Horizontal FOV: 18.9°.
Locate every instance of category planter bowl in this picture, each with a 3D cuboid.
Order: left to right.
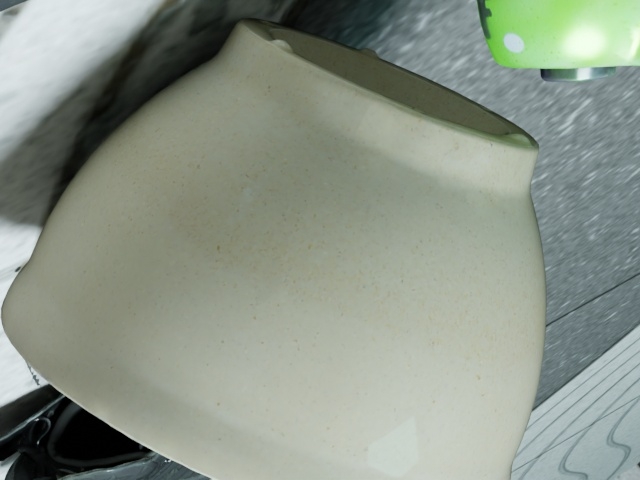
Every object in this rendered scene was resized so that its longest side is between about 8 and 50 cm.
[{"bbox_3d":[0.000,0.000,0.570,0.162,0.162,0.109,0,115,-63],"label":"planter bowl"}]

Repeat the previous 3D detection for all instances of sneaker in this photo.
[{"bbox_3d":[-0.072,0.078,0.792,0.170,0.051,0.089,-23,165,-25],"label":"sneaker"}]

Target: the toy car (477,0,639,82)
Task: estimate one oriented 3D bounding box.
[{"bbox_3d":[0.150,-0.080,0.566,0.225,0.239,0.053,-9,-166,-29],"label":"toy car"}]

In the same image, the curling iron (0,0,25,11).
[{"bbox_3d":[-0.080,-0.058,0.419,0.274,0.035,0.068,-29,167,-15],"label":"curling iron"}]
